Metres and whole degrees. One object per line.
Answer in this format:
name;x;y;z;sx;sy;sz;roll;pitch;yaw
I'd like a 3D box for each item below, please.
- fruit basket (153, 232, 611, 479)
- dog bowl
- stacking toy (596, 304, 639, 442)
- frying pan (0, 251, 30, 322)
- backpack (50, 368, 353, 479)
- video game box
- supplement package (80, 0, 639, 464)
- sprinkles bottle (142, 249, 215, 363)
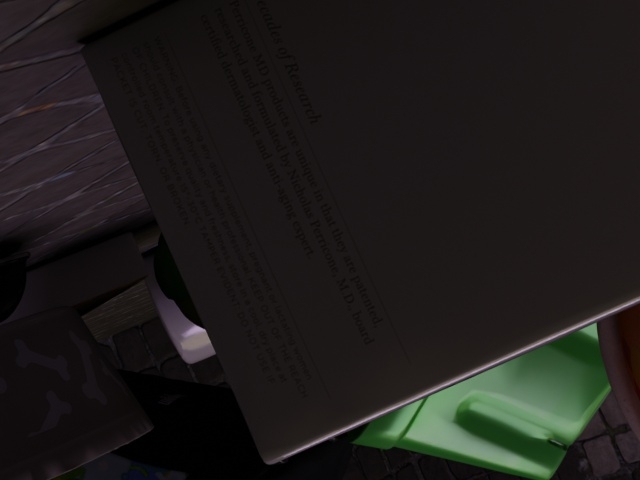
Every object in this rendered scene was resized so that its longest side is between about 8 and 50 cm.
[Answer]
fruit basket;0.063;0.010;1.518;0.283;0.392;0.392;-59;165;19
dog bowl;-0.289;0.143;1.197;0.349;0.102;0.349;-21;179;0
stacking toy;0.323;0.046;1.021;0.350;0.350;0.480;-25;177;11
frying pan;-0.254;0.045;1.164;0.197;0.053;0.326;-23;-179;-30
backpack;-0.192;0.210;1.491;0.355;0.273;0.290;21;-167;14
video game box;-0.266;0.065;1.483;0.205;0.048;0.187;-23;180;-29
supplement package;0.089;-0.055;0.721;0.293;0.175;0.177;-25;177;10
sprinkles bottle;0.000;0.000;1.825;0.355;0.121;0.121;-25;178;-2
